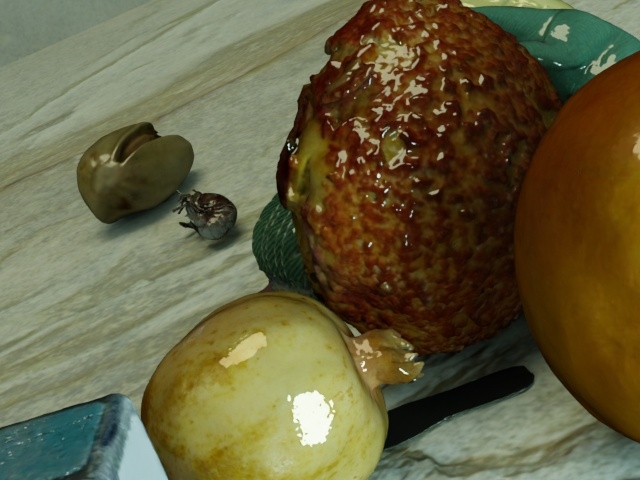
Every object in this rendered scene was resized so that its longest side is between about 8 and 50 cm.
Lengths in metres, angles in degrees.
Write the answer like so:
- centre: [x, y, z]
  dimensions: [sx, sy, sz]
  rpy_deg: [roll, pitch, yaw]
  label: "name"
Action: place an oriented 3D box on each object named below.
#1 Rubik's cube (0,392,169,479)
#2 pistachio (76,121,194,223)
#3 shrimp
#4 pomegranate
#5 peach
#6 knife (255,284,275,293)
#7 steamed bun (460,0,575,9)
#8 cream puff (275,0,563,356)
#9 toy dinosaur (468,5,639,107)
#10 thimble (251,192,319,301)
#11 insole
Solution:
- centre: [-0.204, 0.312, 0.819]
  dimensions: [0.305, 0.303, 0.301]
  rpy_deg: [-20, 22, 9]
  label: "Rubik's cube"
- centre: [-0.257, -0.096, 2.061]
  dimensions: [0.129, 0.131, 0.206]
  rpy_deg: [31, 27, 9]
  label: "pistachio"
- centre: [-0.153, -0.036, 1.896]
  dimensions: [0.065, 0.056, 0.165]
  rpy_deg: [-37, 23, -20]
  label: "shrimp"
- centre: [-0.044, 0.137, 1.215]
  dimensions: [0.207, 0.207, 0.207]
  rpy_deg: [-18, 22, 8]
  label: "pomegranate"
- centre: [0.302, -0.006, 1.073]
  dimensions: [0.343, 0.343, 0.301]
  rpy_deg: [-25, 40, -10]
  label: "peach"
- centre: [-0.046, 0.051, 1.656]
  dimensions: [0.247, 0.018, 0.035]
  rpy_deg: [-30, 20, -26]
  label: "knife"
- centre: [0.196, -0.151, 1.675]
  dimensions: [0.232, 0.166, 0.273]
  rpy_deg: [2, 58, 4]
  label: "steamed bun"
- centre: [0.112, -0.053, 1.343]
  dimensions: [0.229, 0.350, 0.350]
  rpy_deg: [9, 36, 35]
  label: "cream puff"
- centre: [0.326, -0.193, 1.547]
  dimensions: [0.331, 0.383, 0.129]
  rpy_deg: [-35, -18, -23]
  label: "toy dinosaur"
- centre: [0.001, -0.002, 1.595]
  dimensions: [0.135, 0.118, 0.090]
  rpy_deg: [-33, 24, -26]
  label: "thimble"
- centre: [0.100, 0.151, 1.304]
  dimensions: [0.188, 0.004, 0.064]
  rpy_deg: [-22, 22, -1]
  label: "insole"
